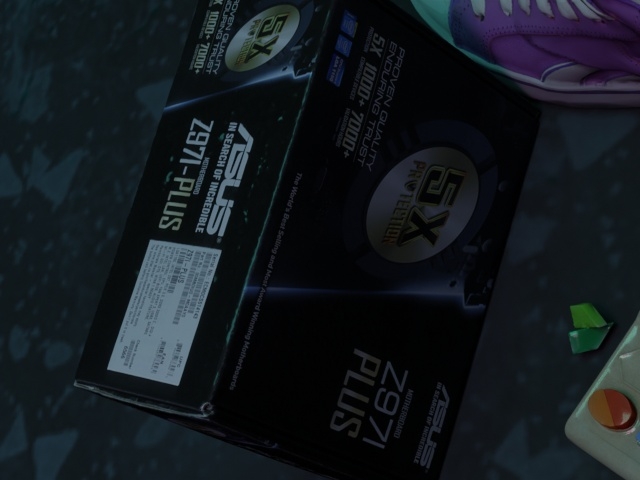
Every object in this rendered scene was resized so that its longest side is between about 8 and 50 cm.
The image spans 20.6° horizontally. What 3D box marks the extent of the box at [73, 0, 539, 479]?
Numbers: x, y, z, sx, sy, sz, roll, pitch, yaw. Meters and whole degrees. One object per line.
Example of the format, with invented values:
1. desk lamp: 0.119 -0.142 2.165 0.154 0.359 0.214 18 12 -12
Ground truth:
1. box: 0.000 0.000 0.720 0.077 0.147 0.180 8 76 41

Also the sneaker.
1. sneaker: 0.113 -0.112 0.669 0.282 0.161 0.102 20 87 44

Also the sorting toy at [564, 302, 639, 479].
1. sorting toy: 0.120 0.057 0.688 0.083 0.012 0.062 34 95 42
